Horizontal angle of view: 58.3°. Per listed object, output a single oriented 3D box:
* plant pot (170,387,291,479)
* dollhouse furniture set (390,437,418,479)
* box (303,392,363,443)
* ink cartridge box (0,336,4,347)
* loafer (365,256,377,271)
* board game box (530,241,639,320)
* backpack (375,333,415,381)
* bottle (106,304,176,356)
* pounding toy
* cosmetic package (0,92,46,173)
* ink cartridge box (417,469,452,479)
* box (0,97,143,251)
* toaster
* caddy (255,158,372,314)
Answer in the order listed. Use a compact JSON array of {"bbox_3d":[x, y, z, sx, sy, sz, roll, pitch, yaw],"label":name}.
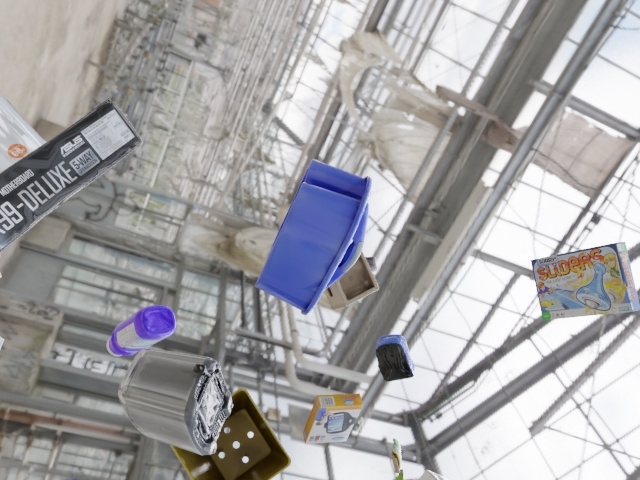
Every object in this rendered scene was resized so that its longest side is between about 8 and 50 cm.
[{"bbox_3d":[-0.214,0.512,1.415,0.212,0.212,0.187,-33,169,-11],"label":"plant pot"},{"bbox_3d":[0.235,0.618,1.560,0.076,0.058,0.152,-59,137,-65],"label":"dollhouse furniture set"},{"bbox_3d":[0.019,0.325,1.029,0.028,0.081,0.136,-108,-154,-48],"label":"box"},{"bbox_3d":[-0.592,0.235,0.858,0.154,0.093,0.212,-27,-140,16],"label":"ink cartridge box"},{"bbox_3d":[0.012,0.046,1.645,0.109,0.302,0.095,61,29,-74],"label":"loafer"},{"bbox_3d":[0.538,0.088,1.182,0.201,0.035,0.136,-22,-106,56],"label":"board game box"},{"bbox_3d":[0.207,0.327,1.641,0.097,0.120,0.101,-17,-161,16],"label":"backpack"},{"bbox_3d":[-0.520,0.264,1.627,0.282,0.118,0.092,-30,-111,41],"label":"bottle"},{"bbox_3d":[0.062,0.084,1.453,0.100,0.130,0.141,-28,-94,60],"label":"pounding toy"},{"bbox_3d":[-0.929,-0.223,1.437,0.097,0.377,0.284,58,-5,33],"label":"cosmetic package"},{"bbox_3d":[0.278,0.639,1.348,0.148,0.203,0.086,-52,-139,-1],"label":"ink cartridge box"},{"bbox_3d":[-0.423,-0.058,0.796,0.242,0.077,0.307,-7,-145,49],"label":"box"},{"bbox_3d":[-0.251,0.276,1.002,0.227,0.146,0.129,85,18,-49],"label":"toaster"},{"bbox_3d":[0.000,0.000,1.219,0.241,0.179,0.341,-74,-170,-56],"label":"caddy"}]
